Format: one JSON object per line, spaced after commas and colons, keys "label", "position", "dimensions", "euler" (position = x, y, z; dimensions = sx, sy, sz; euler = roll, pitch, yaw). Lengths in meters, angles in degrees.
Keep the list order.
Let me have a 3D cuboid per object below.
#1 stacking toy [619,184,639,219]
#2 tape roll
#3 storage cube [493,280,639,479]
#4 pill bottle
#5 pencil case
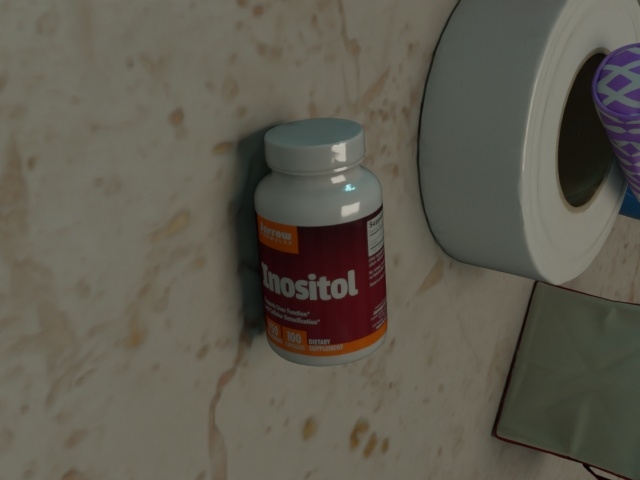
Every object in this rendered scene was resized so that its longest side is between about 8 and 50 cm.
{"label": "stacking toy", "position": [0.424, -0.169, 1.147], "dimensions": [0.175, 0.165, 0.302], "euler": [95, 19, -44]}
{"label": "tape roll", "position": [0.205, -0.107, 0.881], "dimensions": [0.286, 0.100, 0.286], "euler": [-22, 118, -50]}
{"label": "storage cube", "position": [0.335, 0.171, 1.084], "dimensions": [0.193, 0.183, 0.215], "euler": [27, 79, -54]}
{"label": "pill bottle", "position": [0.000, 0.000, 0.638], "dimensions": [0.086, 0.086, 0.152], "euler": [-30, 124, -46]}
{"label": "pencil case", "position": [0.310, -0.095, 0.869], "dimensions": [0.206, 0.088, 0.086], "euler": [38, 68, -52]}
